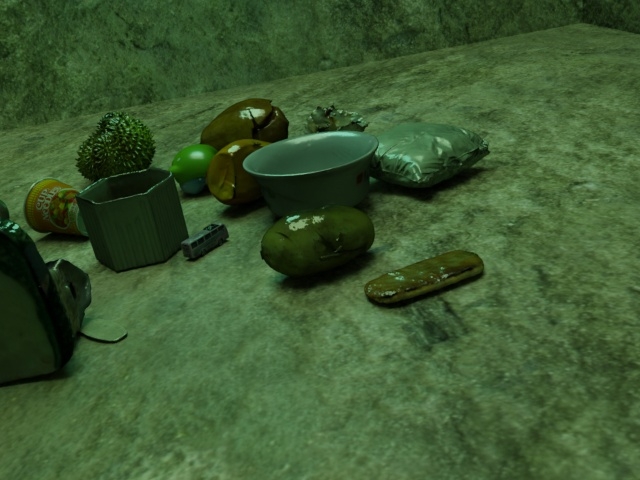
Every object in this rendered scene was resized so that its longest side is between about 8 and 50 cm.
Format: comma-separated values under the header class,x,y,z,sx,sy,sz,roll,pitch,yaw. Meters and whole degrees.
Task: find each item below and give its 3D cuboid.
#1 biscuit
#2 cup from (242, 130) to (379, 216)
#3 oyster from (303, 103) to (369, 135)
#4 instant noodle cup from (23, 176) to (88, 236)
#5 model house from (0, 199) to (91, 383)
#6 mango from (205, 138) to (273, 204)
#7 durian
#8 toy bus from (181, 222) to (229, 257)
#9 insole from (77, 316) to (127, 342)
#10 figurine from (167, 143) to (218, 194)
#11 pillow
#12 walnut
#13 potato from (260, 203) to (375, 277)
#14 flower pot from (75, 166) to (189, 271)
class,x,y,z,sx,sy,sz,roll,pitch,yaw
biscuit,0.201,0.070,1.352,0.247,0.029,0.118,-17,17,-16
cup,-0.014,-0.152,1.784,0.347,0.163,0.347,-8,23,3
oyster,0.024,-0.335,2.234,0.197,0.133,0.337,6,30,29
instant noodle cup,-0.693,-0.081,1.939,0.185,0.169,0.168,13,31,27
model house,-0.584,0.072,1.318,0.243,0.299,0.284,-15,21,3
mango,-0.190,-0.193,1.942,0.138,0.187,0.257,23,20,32
durian,-0.681,-0.305,2.369,0.291,0.224,0.291,-37,29,25
toy bus,-0.278,-0.001,1.683,0.036,0.052,0.130,6,29,37
insole,-0.456,0.175,1.403,0.192,0.010,0.063,7,29,34
figurine,-0.323,-0.217,2.112,0.263,0.143,0.162,0,29,-3
pillow,0.251,-0.230,1.886,0.283,0.138,0.309,-29,32,-36
walnut,-0.265,-0.348,2.313,0.336,0.209,0.209,-16,20,20
potato,0.000,0.000,1.462,0.248,0.144,0.169,-12,18,-27
flower pot,-0.456,-0.056,1.713,0.239,0.190,0.209,-14,24,-6
